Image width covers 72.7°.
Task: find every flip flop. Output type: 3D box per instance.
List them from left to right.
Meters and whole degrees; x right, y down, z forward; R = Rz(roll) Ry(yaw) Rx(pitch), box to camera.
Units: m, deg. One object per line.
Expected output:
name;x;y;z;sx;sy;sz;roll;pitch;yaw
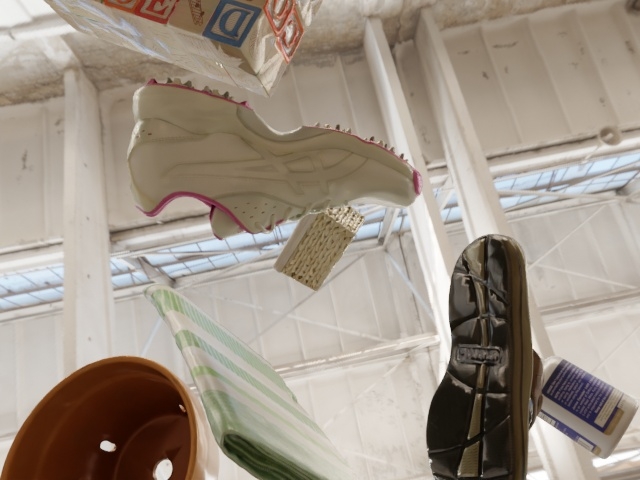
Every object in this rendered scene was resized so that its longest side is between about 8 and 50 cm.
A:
flip flop;0.171;0.133;0.424;0.080;0.112;0.277;13;-102;-25

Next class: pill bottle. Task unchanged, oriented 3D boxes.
pill bottle;0.418;0.266;0.747;0.186;0.112;0.112;32;-107;36

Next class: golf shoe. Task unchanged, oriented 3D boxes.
golf shoe;-0.043;-0.058;0.454;0.306;0.115;0.140;12;-95;-12

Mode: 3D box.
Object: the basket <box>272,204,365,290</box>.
basket;0.000;0.000;0.842;0.103;0.113;0.167;33;-62;3

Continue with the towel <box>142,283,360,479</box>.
towel;-0.080;0.169;0.484;0.038;0.248;0.324;-46;-148;-10

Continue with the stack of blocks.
stack of blocks;-0.152;-0.291;0.472;0.297;0.087;0.171;25;-96;17

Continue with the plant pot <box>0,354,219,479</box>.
plant pot;-0.285;0.350;0.673;0.290;0.203;0.291;-6;-122;10
